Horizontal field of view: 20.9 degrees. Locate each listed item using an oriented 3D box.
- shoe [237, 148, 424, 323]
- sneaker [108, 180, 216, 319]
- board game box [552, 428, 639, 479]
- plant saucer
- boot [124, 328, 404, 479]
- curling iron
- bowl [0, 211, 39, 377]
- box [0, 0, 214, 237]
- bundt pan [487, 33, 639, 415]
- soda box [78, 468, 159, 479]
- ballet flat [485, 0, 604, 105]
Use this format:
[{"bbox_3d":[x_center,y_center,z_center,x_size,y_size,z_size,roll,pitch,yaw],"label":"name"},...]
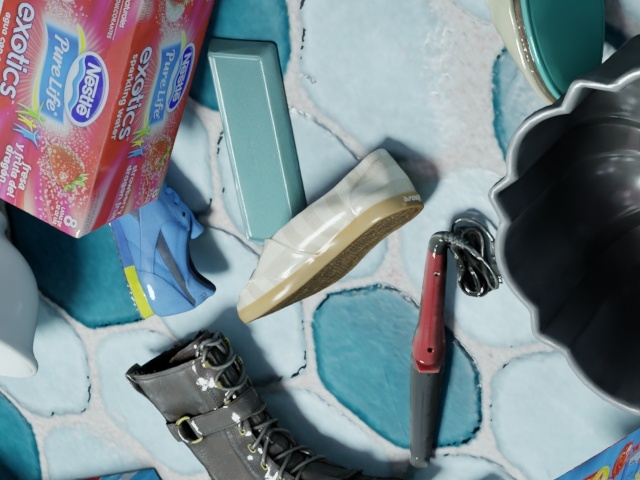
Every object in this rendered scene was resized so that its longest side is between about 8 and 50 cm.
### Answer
[{"bbox_3d":[0.000,0.000,1.442,0.219,0.076,0.058,-38,75,37],"label":"shoe"},{"bbox_3d":[-0.153,-0.035,1.539,0.082,0.069,0.209,-18,99,5],"label":"sneaker"},{"bbox_3d":[0.328,0.252,1.258,0.308,0.086,0.302,31,148,-9],"label":"board game box"},{"bbox_3d":[-0.052,-0.077,1.460,0.067,0.018,0.192,8,122,31],"label":"plant saucer"},{"bbox_3d":[-0.052,0.182,1.582,0.263,0.091,0.229,-16,109,43],"label":"boot"},{"bbox_3d":[0.102,0.096,1.451,0.068,0.035,0.274,27,131,19],"label":"curling iron"},{"bbox_3d":[-0.386,0.016,1.641,0.298,0.134,0.298,18,164,5],"label":"bowl"},{"bbox_3d":[-0.178,-0.149,1.385,0.123,0.128,0.256,27,116,17],"label":"box"},{"bbox_3d":[0.288,-0.010,1.169,0.331,0.124,0.330,20,136,21],"label":"bundt pan"},{"bbox_3d":[-0.246,0.295,1.811,0.210,0.067,0.071,-15,109,41],"label":"soda box"},{"bbox_3d":[0.140,-0.213,1.199,0.086,0.086,0.248,6,120,33],"label":"ballet flat"}]
